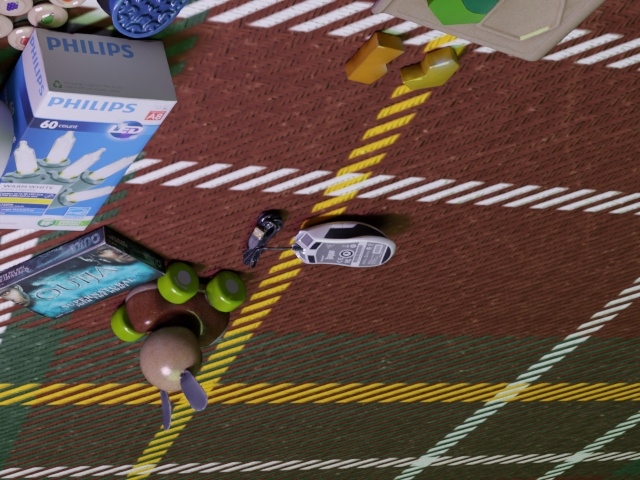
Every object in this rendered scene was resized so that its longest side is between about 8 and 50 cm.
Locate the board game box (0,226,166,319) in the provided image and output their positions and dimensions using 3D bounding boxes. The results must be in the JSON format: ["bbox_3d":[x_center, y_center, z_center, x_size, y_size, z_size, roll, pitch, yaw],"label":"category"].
[{"bbox_3d":[-0.309,0.045,1.596,0.186,0.026,0.126,-22,151,23],"label":"board game box"}]

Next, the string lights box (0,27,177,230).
[{"bbox_3d":[-0.261,-0.105,1.263,0.133,0.076,0.260,1,152,-32],"label":"string lights box"}]

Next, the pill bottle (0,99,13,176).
[{"bbox_3d":[-0.418,-0.119,1.113,0.152,0.152,0.272,-29,147,32],"label":"pill bottle"}]

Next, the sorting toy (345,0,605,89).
[{"bbox_3d":[0.169,-0.227,1.218,0.229,0.041,0.307,8,147,-31],"label":"sorting toy"}]

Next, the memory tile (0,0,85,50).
[{"bbox_3d":[-0.291,-0.219,1.116,0.148,0.012,0.113,16,143,-40],"label":"memory tile"}]

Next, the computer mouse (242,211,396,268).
[{"bbox_3d":[0.000,0.000,1.599,0.193,0.042,0.106,3,146,-12],"label":"computer mouse"}]

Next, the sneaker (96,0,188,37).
[{"bbox_3d":[-0.098,-0.271,1.021,0.232,0.090,0.081,-39,145,8],"label":"sneaker"}]

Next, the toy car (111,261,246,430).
[{"bbox_3d":[-0.183,0.150,1.659,0.149,0.188,0.155,12,146,-36],"label":"toy car"}]
